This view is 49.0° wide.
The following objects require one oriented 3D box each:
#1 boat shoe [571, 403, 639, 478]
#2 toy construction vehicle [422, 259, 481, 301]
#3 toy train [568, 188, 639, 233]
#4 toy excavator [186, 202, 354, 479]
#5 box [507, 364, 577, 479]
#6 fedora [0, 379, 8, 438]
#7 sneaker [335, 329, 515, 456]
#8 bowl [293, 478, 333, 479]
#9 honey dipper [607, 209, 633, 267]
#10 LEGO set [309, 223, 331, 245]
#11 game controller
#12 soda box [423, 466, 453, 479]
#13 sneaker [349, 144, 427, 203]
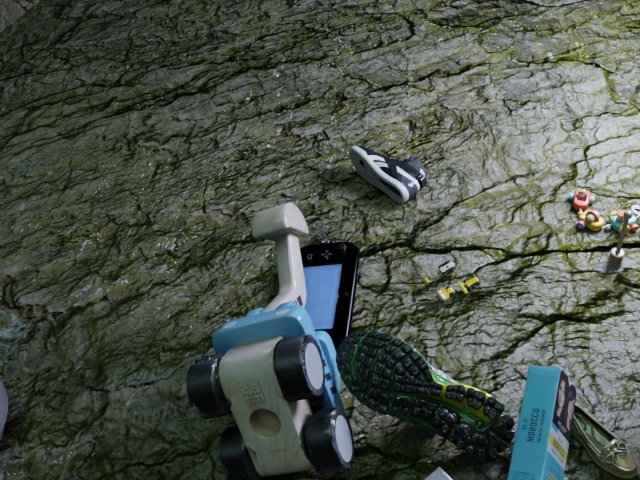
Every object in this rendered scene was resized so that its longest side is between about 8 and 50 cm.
[{"bbox_3d":[0.496,0.354,1.244,0.056,0.048,0.153,-28,49,-14],"label":"boat shoe"},{"bbox_3d":[0.286,0.092,1.538,0.098,0.035,0.086,-30,61,-13],"label":"toy construction vehicle"},{"bbox_3d":[0.649,-0.075,1.606,0.166,0.046,0.125,14,52,22],"label":"toy train"},{"bbox_3d":[-0.074,0.179,1.353,0.223,0.432,0.445,-16,13,17],"label":"toy excavator"},{"bbox_3d":[0.382,0.347,1.206,0.060,0.100,0.244,-3,54,37],"label":"box"},{"bbox_3d":[-0.758,0.370,1.419,0.276,0.124,0.243,1,50,0],"label":"fedora"},{"bbox_3d":[0.179,0.284,1.285,0.344,0.146,0.134,31,81,13],"label":"sneaker"},{"bbox_3d":[-0.017,0.478,1.177,0.142,0.053,0.142,-3,84,4],"label":"bowl"},{"bbox_3d":[0.628,-0.005,1.468,0.031,0.160,0.030,-6,46,6],"label":"honey dipper"},{"bbox_3d":[-0.003,0.000,1.685,0.054,0.023,0.083,26,71,32],"label":"LEGO set"},{"bbox_3d":[-0.006,0.131,1.533,0.167,0.067,0.319,0,48,11],"label":"game controller"},{"bbox_3d":[0.126,0.509,1.146,0.286,0.091,0.098,-34,50,-20],"label":"soda box"},{"bbox_3d":[0.181,-0.187,1.785,0.121,0.079,0.217,-32,59,-22],"label":"sneaker"}]
